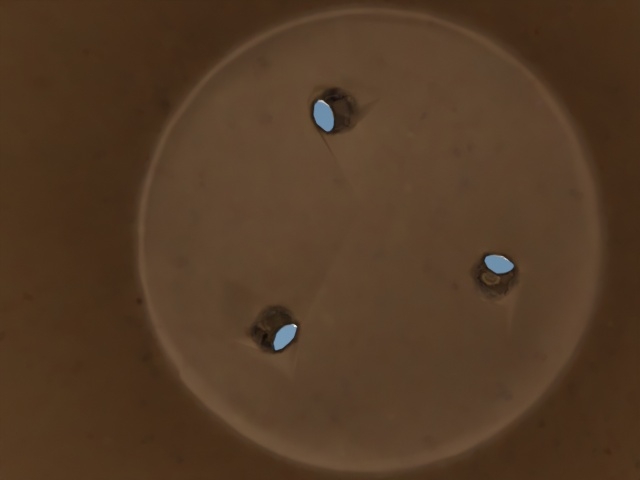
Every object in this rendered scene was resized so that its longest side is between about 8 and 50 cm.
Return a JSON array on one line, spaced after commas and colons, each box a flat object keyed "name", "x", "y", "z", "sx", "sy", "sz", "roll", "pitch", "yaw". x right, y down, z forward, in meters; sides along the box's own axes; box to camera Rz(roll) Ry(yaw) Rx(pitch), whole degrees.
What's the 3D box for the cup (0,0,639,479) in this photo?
[{"name": "cup", "x": 0.000, "y": 0.000, "z": 0.460, "sx": 0.331, "sy": 0.237, "sz": 0.331, "roll": 0, "pitch": -90, "yaw": 7}]
